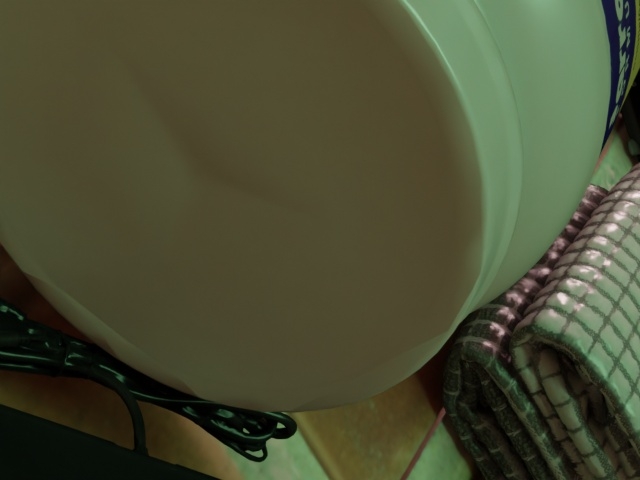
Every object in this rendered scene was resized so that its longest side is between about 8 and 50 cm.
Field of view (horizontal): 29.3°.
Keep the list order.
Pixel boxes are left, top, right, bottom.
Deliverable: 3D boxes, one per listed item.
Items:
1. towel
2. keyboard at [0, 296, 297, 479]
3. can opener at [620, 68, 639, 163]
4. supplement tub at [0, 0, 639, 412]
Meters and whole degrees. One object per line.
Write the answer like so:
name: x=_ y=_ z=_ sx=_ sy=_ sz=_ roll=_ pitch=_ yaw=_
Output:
towel: x=0.206 y=0.121 z=0.777 sx=0.284 sy=0.121 sz=0.235 roll=60 pitch=38 yaw=-11
keyboard: x=-0.066 y=0.097 z=0.424 sx=0.317 sy=0.033 sz=0.201 roll=24 pitch=25 yaw=-20
can opener: x=0.288 y=-0.061 z=1.004 sx=0.073 sy=0.059 sz=0.186 roll=-79 pitch=150 yaw=-71
supplement tub: x=0.021 y=-0.107 z=0.534 sx=0.241 sy=0.241 sz=0.331 roll=57 pitch=36 yaw=-16
